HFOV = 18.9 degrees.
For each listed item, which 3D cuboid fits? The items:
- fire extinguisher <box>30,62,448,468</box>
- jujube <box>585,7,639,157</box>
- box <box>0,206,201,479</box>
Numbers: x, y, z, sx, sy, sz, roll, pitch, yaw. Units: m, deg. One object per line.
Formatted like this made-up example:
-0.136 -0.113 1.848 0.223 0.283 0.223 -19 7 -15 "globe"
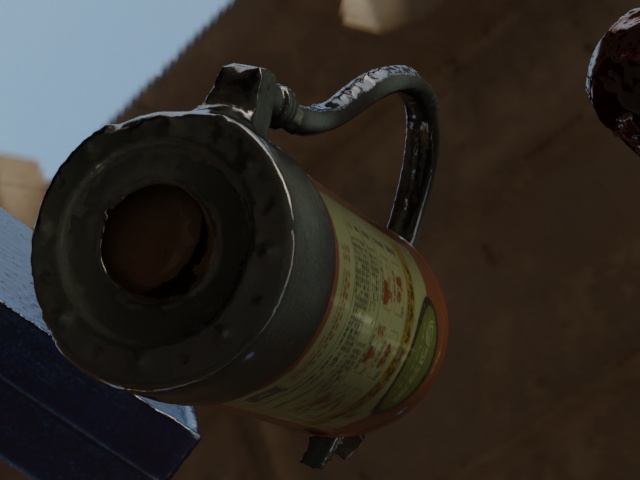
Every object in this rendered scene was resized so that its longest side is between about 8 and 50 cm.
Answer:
0.007 0.008 0.907 0.113 0.376 0.200 39 -89 18 "fire extinguisher"
0.157 -0.041 0.716 0.129 0.077 0.077 33 -72 24 "jujube"
-0.243 0.075 1.510 0.116 0.279 0.261 -53 -164 6 "box"
